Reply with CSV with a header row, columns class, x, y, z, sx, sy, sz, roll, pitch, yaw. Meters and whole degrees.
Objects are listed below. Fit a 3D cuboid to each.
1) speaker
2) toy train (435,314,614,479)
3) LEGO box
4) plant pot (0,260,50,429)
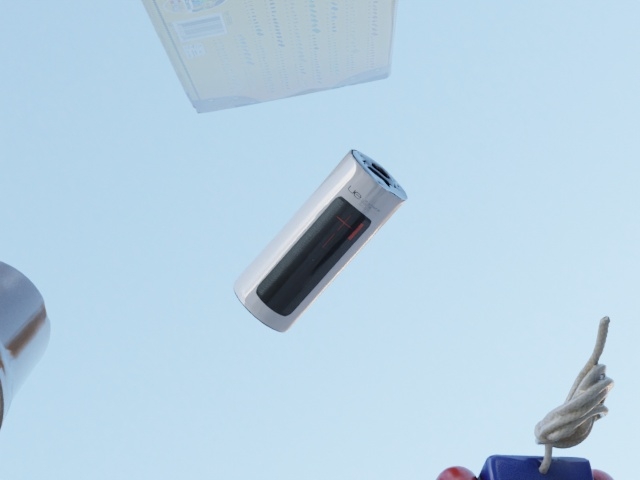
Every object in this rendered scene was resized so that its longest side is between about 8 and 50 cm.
class,x,y,z,sx,sy,sz,roll,pitch,yaw
speaker,0.000,0.000,1.003,0.136,0.055,0.055,-48,-45,15
toy train,0.125,0.178,0.741,0.105,0.143,0.248,4,-51,-16
LEGO box,-0.063,-0.344,1.069,0.193,0.372,0.500,-10,-8,0
plant pot,-0.325,0.100,1.226,0.167,0.165,0.167,3,-71,10
